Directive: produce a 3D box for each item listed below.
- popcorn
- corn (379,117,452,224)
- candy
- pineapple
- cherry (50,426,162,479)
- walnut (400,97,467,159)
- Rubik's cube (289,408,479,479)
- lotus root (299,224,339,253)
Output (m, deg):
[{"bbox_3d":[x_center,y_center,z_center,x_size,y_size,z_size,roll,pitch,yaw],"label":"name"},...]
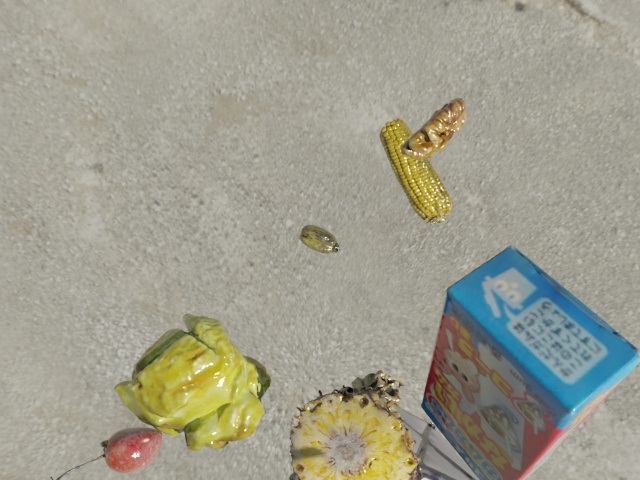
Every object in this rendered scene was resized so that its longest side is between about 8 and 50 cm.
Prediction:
[{"bbox_3d":[-0.245,0.292,1.053,0.276,0.276,0.225,34,58,7],"label":"popcorn"},{"bbox_3d":[0.260,-0.184,1.439,0.115,0.115,0.317,-33,95,-10],"label":"corn"},{"bbox_3d":[0.207,0.164,0.592,0.100,0.306,0.157,-30,56,-18],"label":"candy"},{"bbox_3d":[0.091,0.362,1.056,0.263,0.272,0.262,3,103,16],"label":"pineapple"},{"bbox_3d":[-0.440,0.451,1.095,0.226,0.107,0.090,-16,91,-13],"label":"cherry"},{"bbox_3d":[0.250,-0.235,1.133,0.170,0.143,0.069,-43,93,-22],"label":"walnut"},{"bbox_3d":[0.150,0.576,1.227,0.307,0.310,0.305,35,93,-26],"label":"Rubik's cube"},{"bbox_3d":[0.000,0.000,1.172,0.099,0.049,0.054,25,102,9],"label":"lotus root"}]
